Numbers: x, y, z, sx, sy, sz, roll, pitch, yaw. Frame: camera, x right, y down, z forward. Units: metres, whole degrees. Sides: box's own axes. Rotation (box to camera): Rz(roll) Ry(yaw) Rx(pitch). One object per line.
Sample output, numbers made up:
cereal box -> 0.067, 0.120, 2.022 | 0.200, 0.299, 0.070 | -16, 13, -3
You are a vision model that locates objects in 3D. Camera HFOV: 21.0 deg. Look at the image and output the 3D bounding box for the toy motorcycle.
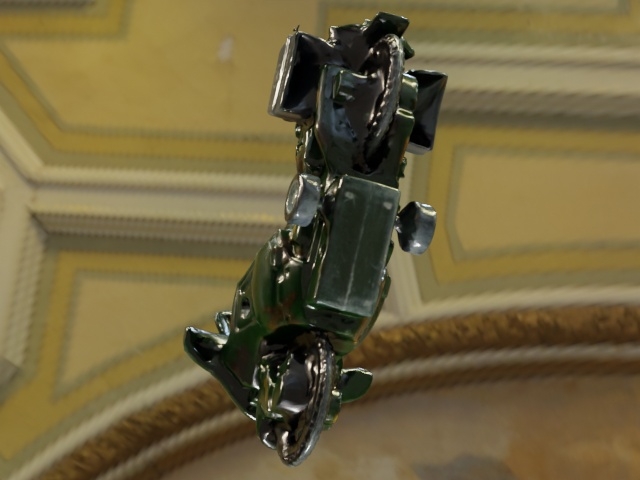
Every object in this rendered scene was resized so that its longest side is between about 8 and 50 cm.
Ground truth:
toy motorcycle -> 0.000, 0.000, 1.058 | 0.125, 0.187, 0.274 | 16, -96, -15
